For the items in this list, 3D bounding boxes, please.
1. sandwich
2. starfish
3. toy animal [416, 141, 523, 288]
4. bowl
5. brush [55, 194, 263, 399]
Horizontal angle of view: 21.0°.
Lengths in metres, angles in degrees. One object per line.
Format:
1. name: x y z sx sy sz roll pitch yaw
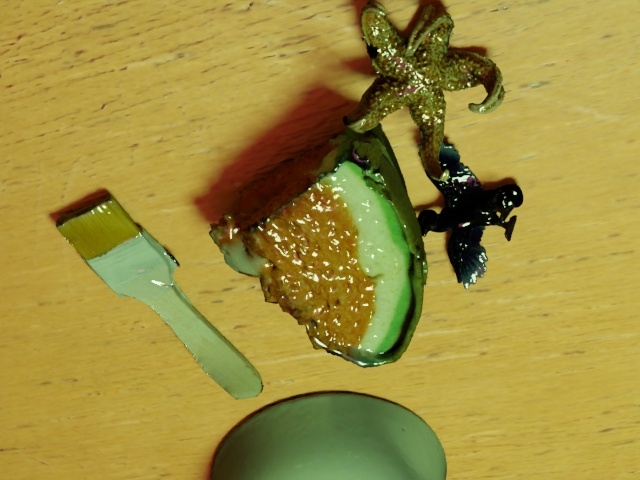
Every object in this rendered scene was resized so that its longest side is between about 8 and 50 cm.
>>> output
1. sandwich: 0.013 0.005 1.773 0.212 0.109 0.292 -18 128 19
2. starfish: 0.084 -0.152 1.641 0.146 0.074 0.190 -47 122 1
3. toy animal: 0.154 -0.029 1.792 0.108 0.062 0.220 -4 135 22
4. bowl: 0.014 0.328 2.021 0.289 0.146 0.289 -2 131 -2
5. brush: -0.160 0.072 1.868 0.085 0.020 0.336 -25 129 16
